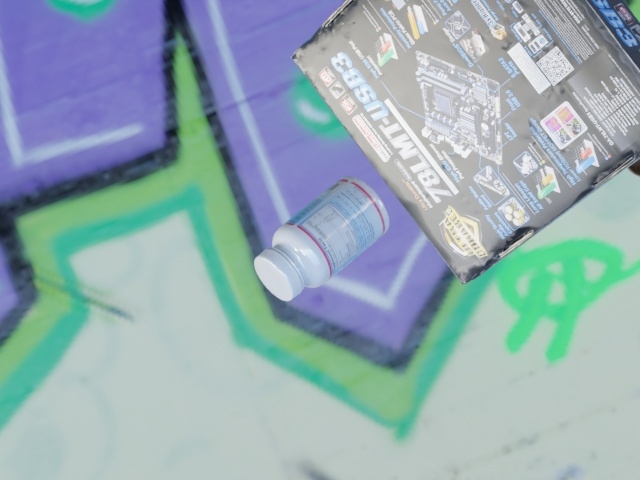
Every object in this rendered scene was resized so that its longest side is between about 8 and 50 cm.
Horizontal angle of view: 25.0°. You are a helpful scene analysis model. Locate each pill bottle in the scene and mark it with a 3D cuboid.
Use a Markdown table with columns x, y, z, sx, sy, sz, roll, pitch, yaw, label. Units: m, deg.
| x | y | z | sx | sy | sz | roll | pitch | yaw | label |
| --- | --- | --- | --- | --- | --- | --- | --- | --- | --- |
| 0.000 | 0.000 | 1.731 | 0.160 | 0.087 | 0.087 | -39 | -175 | -24 | pill bottle |

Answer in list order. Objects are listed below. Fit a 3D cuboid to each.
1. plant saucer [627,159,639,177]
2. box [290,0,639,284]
| x | y | z | sx | sy | sz | roll | pitch | yaw | label |
| --- | --- | --- | --- | --- | --- | --- | --- | --- | --- |
| 0.431 | -0.123 | 1.594 | 0.198 | 0.036 | 0.198 | -33 | -157 | 16 | plant saucer |
| 0.157 | -0.152 | 1.370 | 0.293 | 0.295 | 0.073 | -41 | 173 | 40 | box |
